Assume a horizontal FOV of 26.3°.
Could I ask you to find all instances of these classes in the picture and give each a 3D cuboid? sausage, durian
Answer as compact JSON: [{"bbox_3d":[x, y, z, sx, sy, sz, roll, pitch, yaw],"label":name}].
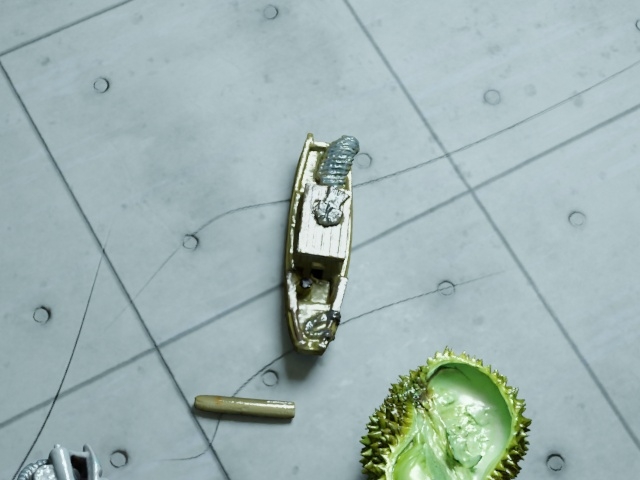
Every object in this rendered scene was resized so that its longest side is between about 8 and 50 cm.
[{"bbox_3d":[-0.098,0.216,1.782,0.132,0.024,0.024,5,66,-4],"label":"sausage"},{"bbox_3d":[0.151,0.262,1.705,0.200,0.176,0.237,22,71,-6],"label":"durian"}]

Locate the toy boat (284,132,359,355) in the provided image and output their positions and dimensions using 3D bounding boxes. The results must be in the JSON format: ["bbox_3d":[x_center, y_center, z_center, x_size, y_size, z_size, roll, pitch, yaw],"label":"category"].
[{"bbox_3d":[0.000,0.000,1.834,0.089,0.121,0.321,9,66,-8],"label":"toy boat"}]

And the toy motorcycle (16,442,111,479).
[{"bbox_3d":[-0.251,0.356,1.672,0.171,0.110,0.260,-24,63,-32],"label":"toy motorcycle"}]
